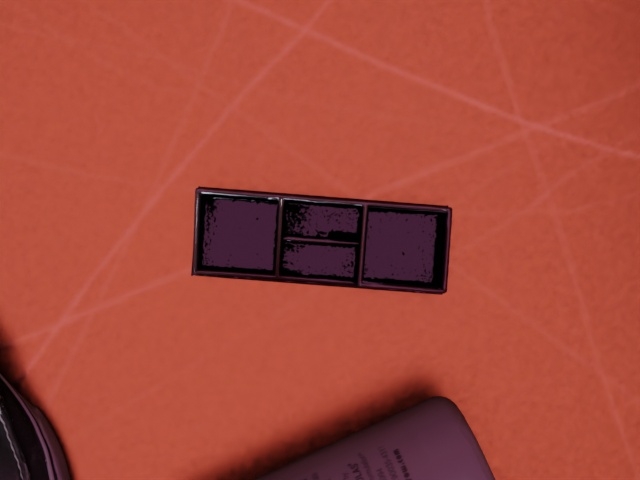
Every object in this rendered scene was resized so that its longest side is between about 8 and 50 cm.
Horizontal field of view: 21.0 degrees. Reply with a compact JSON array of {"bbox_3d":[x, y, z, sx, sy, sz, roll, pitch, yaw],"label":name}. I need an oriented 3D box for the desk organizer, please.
[{"bbox_3d":[0.000,0.000,0.865,0.130,0.050,0.047,4,90,0],"label":"desk organizer"}]

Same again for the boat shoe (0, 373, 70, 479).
[{"bbox_3d":[-0.200,0.072,0.854,0.078,0.070,0.219,-33,90,0],"label":"boat shoe"}]

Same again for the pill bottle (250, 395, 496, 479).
[{"bbox_3d":[-0.015,0.178,0.826,0.229,0.131,0.131,-24,90,0],"label":"pill bottle"}]
